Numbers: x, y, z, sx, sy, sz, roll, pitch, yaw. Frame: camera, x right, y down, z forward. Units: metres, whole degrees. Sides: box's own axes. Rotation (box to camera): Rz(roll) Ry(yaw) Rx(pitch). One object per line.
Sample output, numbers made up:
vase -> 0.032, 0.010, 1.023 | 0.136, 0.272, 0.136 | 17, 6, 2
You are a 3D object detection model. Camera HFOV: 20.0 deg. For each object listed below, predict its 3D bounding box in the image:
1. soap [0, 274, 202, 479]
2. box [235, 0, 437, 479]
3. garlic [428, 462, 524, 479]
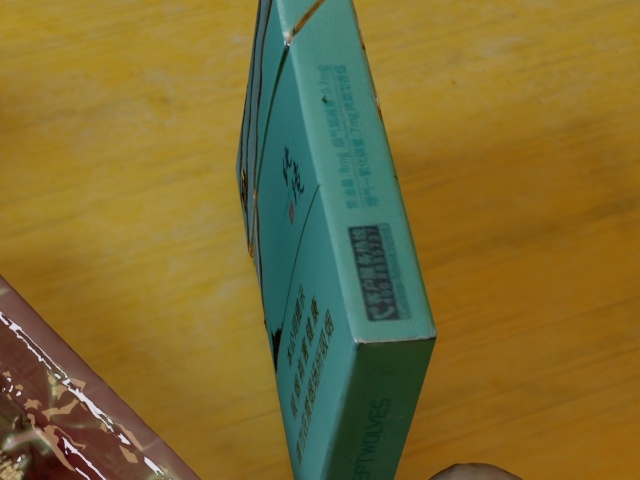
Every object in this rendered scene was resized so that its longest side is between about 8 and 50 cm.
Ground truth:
soap -> -0.170, 0.106, 0.767 | 0.218, 0.098, 0.273 | -34, 64, -31
box -> 0.000, -0.001, 0.838 | 0.041, 0.162, 0.229 | -3, 53, -12
garlic -> 0.069, 0.165, 0.757 | 0.087, 0.101, 0.196 | 0, 52, -8
